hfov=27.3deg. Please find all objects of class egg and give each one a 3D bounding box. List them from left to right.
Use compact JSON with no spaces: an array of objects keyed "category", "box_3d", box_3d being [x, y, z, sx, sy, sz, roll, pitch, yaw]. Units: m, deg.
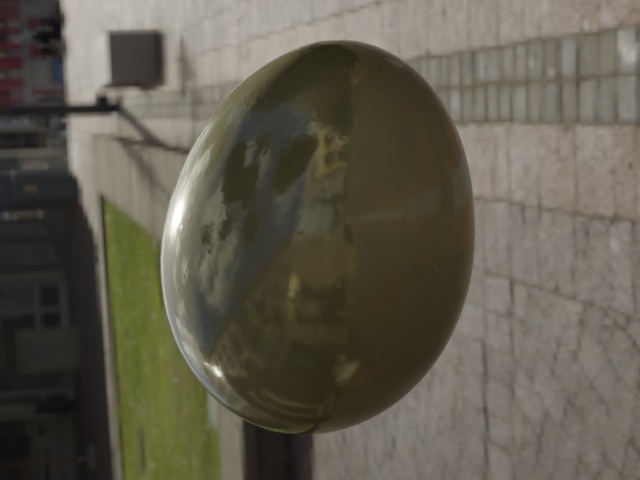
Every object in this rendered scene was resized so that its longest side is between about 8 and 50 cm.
[{"category":"egg","box_3d":[0.000,0.000,0.783,0.186,0.186,0.242,-124,46,-65]}]
